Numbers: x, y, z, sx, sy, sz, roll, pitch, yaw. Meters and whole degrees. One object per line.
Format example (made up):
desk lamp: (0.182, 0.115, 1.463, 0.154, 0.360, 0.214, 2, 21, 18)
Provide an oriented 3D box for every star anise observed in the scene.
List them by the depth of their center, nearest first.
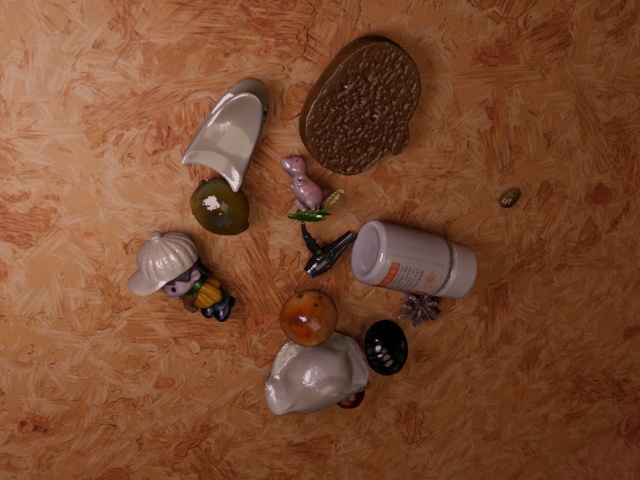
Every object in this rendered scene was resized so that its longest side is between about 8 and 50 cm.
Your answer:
star anise: (0.355, 0.231, 1.977, 0.195, 0.065, 0.182, -32, 120, 2)

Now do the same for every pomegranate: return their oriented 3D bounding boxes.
pomegranate: (-0.037, 0.251, 1.783, 0.191, 0.191, 0.191, -8, 117, -16)

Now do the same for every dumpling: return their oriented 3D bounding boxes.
dumpling: (-0.024, 0.450, 1.901, 0.341, 0.181, 0.260, -20, 83, 19)

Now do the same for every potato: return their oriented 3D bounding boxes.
potato: (0.658, -0.146, 1.914, 0.083, 0.040, 0.051, -46, 126, 7)

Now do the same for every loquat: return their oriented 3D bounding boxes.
loquat: (-0.274, -0.089, 1.549, 0.152, 0.152, 0.195, -37, 115, 0)

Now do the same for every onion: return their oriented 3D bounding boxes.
onion: (0.096, 0.546, 2.007, 0.131, 0.131, 0.131, -8, 117, -16)

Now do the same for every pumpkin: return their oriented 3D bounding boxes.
pumpkin: (0.230, 0.373, 1.935, 0.149, 0.194, 0.194, -9, 119, 7)

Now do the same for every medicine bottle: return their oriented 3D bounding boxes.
medicine bottle: (0.304, 0.068, 1.796, 0.371, 0.211, 0.211, 13, 110, -24)

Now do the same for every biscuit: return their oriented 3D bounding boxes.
biscuit: (0.126, -0.372, 1.598, 0.350, 0.070, 0.394, 37, 99, -32)

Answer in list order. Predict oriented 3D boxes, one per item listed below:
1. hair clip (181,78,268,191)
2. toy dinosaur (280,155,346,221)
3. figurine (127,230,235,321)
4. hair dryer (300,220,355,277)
hair clip: (-0.233, -0.298, 1.480, 0.172, 0.113, 0.282, 27, 104, -17)
toy dinosaur: (-0.039, -0.148, 1.638, 0.194, 0.152, 0.177, 11, 82, -17)
figurine: (-0.383, 0.098, 1.604, 0.332, 0.185, 0.205, 31, 69, -47)
hair dryer: (0.000, 0.000, 1.713, 0.195, 0.075, 0.219, -42, 137, -7)
